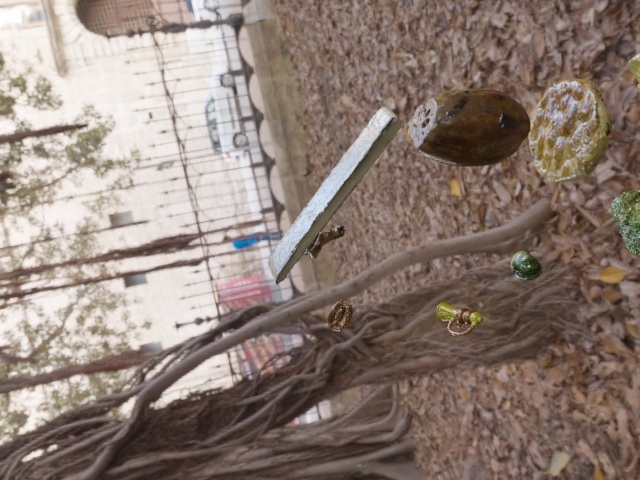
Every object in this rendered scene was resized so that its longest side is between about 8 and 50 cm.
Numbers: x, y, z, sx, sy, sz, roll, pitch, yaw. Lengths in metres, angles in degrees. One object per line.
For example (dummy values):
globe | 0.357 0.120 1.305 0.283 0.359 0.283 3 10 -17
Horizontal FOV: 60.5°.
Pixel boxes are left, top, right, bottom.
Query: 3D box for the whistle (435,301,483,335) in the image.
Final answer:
whistle | 0.275 0.156 1.098 0.109 0.057 0.046 10 118 66

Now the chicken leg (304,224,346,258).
chicken leg | -0.005 0.004 1.812 0.125 0.196 0.080 -41 71 35

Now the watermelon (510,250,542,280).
watermelon | 0.658 0.090 1.778 0.105 0.062 0.105 43 153 29

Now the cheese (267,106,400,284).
cheese | 0.018 -0.084 1.065 0.400 0.034 0.085 -52 27 15

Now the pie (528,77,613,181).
pie | 0.766 -0.339 1.701 0.339 0.083 0.339 -179 90 -77

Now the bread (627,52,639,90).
bread | 0.461 -0.158 0.619 0.197 0.197 0.170 -165 71 -80

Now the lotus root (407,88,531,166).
lotus root | 0.356 -0.270 1.272 0.193 0.291 0.193 -179 90 -71

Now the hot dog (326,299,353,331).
hot dog | 0.050 0.193 1.385 0.083 0.058 0.035 -66 -15 17

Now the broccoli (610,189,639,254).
broccoli | 1.097 -0.066 1.717 0.186 0.303 0.253 60 -163 -64
